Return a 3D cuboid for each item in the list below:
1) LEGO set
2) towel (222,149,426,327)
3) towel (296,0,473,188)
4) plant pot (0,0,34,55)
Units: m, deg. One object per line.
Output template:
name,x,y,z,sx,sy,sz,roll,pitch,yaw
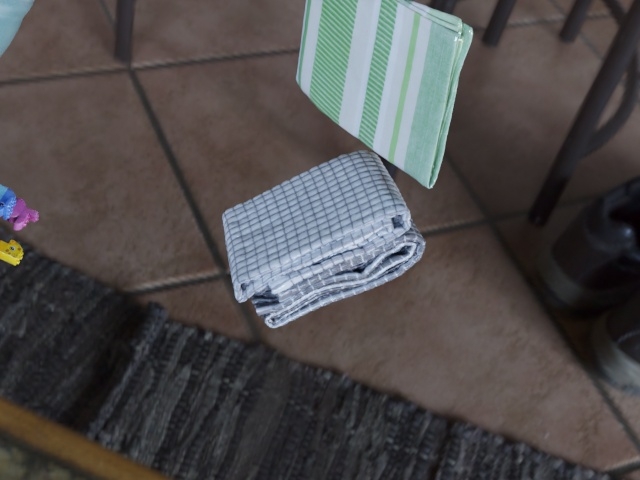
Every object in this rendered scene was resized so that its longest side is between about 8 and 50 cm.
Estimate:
LEGO set,-0.483,0.002,1.593,0.093,0.087,0.227,24,52,-4
towel,0.000,0.000,1.627,0.284,0.121,0.235,-26,32,4
towel,0.079,-0.258,1.547,0.038,0.248,0.325,-17,41,-36
plant pot,-0.547,-0.286,1.378,0.293,0.196,0.293,25,12,-6
